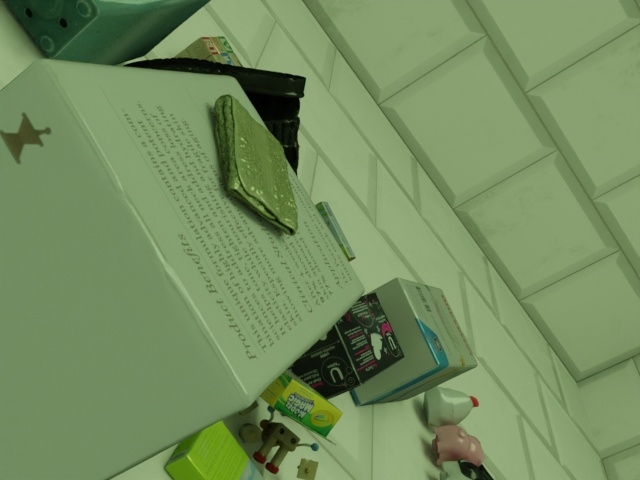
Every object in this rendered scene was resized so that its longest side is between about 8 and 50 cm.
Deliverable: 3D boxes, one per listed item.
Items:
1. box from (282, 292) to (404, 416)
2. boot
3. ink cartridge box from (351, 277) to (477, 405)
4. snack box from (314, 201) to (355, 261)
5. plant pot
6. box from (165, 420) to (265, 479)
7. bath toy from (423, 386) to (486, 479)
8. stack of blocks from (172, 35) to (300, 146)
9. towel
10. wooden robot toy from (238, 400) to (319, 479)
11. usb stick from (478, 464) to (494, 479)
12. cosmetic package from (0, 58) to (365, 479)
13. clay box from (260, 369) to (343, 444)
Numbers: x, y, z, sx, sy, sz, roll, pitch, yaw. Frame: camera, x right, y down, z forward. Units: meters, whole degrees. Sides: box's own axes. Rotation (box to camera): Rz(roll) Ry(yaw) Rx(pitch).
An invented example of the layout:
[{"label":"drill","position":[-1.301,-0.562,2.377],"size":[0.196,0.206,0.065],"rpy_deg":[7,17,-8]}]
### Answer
[{"label":"box","position":[0.020,0.197,1.383],"size":[0.142,0.163,0.247],"rpy_deg":[66,21,8]},{"label":"boot","position":[-0.198,-0.190,1.434],"size":[0.131,0.348,0.260],"rpy_deg":[-77,175,-72]},{"label":"ink cartridge box","position":[0.175,0.219,1.661],"size":[0.270,0.197,0.198],"rpy_deg":[17,45,-61]},{"label":"snack box","position":[0.000,0.000,1.698],"size":[0.141,0.100,0.037],"rpy_deg":[64,21,10]},{"label":"plant pot","position":[-0.364,-0.421,1.257],"size":[0.247,0.248,0.252],"rpy_deg":[56,36,-11]},{"label":"box","position":[-0.121,0.330,1.040],"size":[0.178,0.042,0.109],"rpy_deg":[56,21,-10]},{"label":"bath toy","position":[0.319,0.479,1.741],"size":[0.348,0.129,0.151],"rpy_deg":[-98,-176,-45]},{"label":"stack of blocks","position":[-0.180,-0.297,1.711],"size":[0.297,0.087,0.171],"rpy_deg":[57,20,-4]},{"label":"towel","position":[-0.066,-0.080,0.820],"size":[0.110,0.027,0.148],"rpy_deg":[39,28,-44]},{"label":"wooden robot toy","position":[-0.079,0.299,1.179],"size":[0.173,0.076,0.079],"rpy_deg":[44,-20,-12]},{"label":"usb stick","position":[0.393,0.584,1.885],"size":[0.278,0.045,0.077],"rpy_deg":[53,14,-16]},{"label":"cosmetic package","position":[-0.207,0.037,0.838],"size":[0.329,0.328,0.394],"rpy_deg":[59,19,1]},{"label":"clay box","position":[-0.061,0.215,1.161],"size":[0.222,0.053,0.127],"rpy_deg":[26,-12,49]}]
